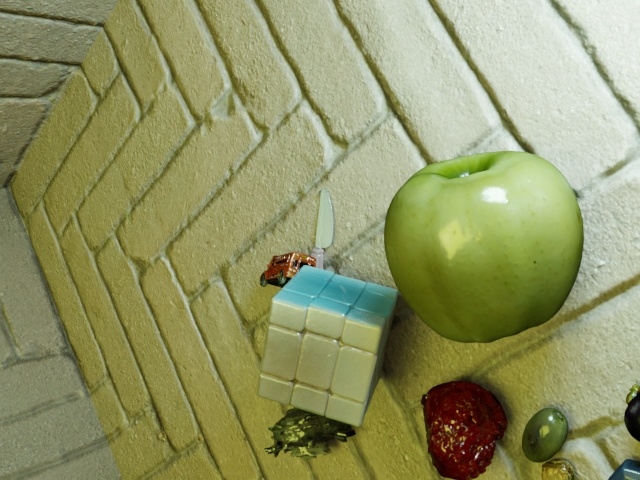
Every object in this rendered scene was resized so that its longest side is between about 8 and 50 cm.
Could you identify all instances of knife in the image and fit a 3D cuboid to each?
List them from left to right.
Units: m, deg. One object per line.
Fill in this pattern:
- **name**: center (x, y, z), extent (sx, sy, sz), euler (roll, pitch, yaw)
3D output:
- **knife**: center (0.002, 0.001, 2.178), extent (0.081, 0.043, 0.335), euler (18, 107, 39)

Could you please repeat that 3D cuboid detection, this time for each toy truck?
- **toy truck**: center (-0.106, 0.104, 2.210), extent (0.253, 0.108, 0.114), euler (-13, 62, 65)

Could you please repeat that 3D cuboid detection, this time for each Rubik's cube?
- **Rubik's cube**: center (0.027, 0.292, 1.949), extent (0.316, 0.322, 0.318), euler (15, 108, 12)

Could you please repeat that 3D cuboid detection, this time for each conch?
- **conch**: center (-0.031, 0.636, 2.204), extent (0.313, 0.241, 0.186), euler (-33, 39, 17)

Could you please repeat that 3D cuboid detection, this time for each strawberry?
- **strawberry**: center (0.388, 0.505, 1.807), extent (0.221, 0.274, 0.273), euler (-11, 88, 5)

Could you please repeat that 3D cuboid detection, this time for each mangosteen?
- **mangosteen**: center (0.750, 0.388, 1.530), extent (0.151, 0.137, 0.137), euler (-106, 37, -54)

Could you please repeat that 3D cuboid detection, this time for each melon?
- **melon**: center (0.567, 0.497, 1.714), extent (0.099, 0.099, 0.162), euler (38, 123, 31)

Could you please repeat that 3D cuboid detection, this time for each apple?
- **apple**: center (0.381, 0.010, 1.587), extent (0.474, 0.474, 0.473), euler (7, 101, 41)

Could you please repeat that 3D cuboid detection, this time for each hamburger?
- **hamburger**: center (0.609, 0.600, 1.727), extent (0.083, 0.044, 0.076), euler (-7, 94, 44)

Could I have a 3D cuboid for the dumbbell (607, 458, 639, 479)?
- **dumbbell**: center (0.679, 0.615, 1.479), extent (0.144, 0.325, 0.159), euler (40, 120, 21)
